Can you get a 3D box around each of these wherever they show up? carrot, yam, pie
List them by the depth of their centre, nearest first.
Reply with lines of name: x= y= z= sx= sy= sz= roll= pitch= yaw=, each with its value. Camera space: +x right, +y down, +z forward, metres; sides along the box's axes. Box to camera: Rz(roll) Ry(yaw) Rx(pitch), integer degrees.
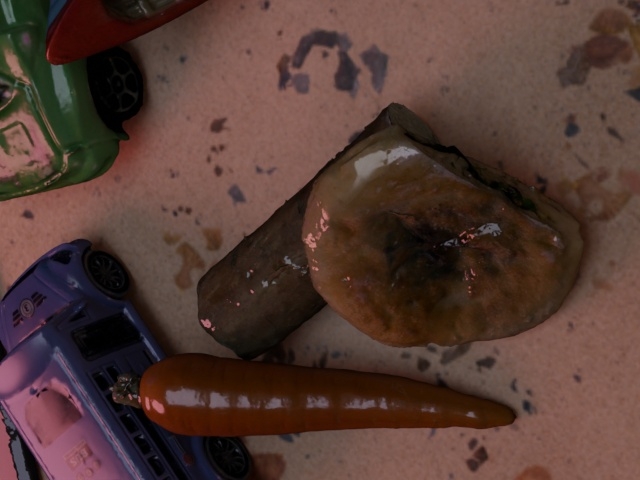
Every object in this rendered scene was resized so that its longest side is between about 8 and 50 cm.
pie: x=0.085 y=0.010 z=1.323 sx=0.218 sy=0.052 sz=0.185 roll=23 pitch=129 yaw=-21
yam: x=0.000 y=0.000 z=1.403 sx=0.259 sy=0.093 sz=0.093 roll=-40 pitch=79 yaw=29
carrot: x=-0.010 y=0.128 z=1.412 sx=0.335 sy=0.069 sz=0.069 roll=1 pitch=100 yaw=11

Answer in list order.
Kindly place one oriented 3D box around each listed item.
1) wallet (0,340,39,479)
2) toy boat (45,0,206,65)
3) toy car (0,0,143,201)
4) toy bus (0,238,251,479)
wallet: x=-0.342 y=0.133 z=1.659 sx=0.124 sy=0.025 sz=0.244 roll=-11 pitch=93 yaw=30
toy boat: x=-0.067 y=-0.271 z=1.354 sx=0.392 sy=0.136 sz=0.079 roll=-33 pitch=51 yaw=15
toy car: x=-0.299 y=-0.210 z=1.484 sx=0.213 sy=0.176 sz=0.359 roll=-9 pitch=95 yaw=31
toy bus: x=-0.190 y=0.147 z=1.512 sx=0.125 sy=0.133 sz=0.292 roll=-40 pitch=79 yaw=29
